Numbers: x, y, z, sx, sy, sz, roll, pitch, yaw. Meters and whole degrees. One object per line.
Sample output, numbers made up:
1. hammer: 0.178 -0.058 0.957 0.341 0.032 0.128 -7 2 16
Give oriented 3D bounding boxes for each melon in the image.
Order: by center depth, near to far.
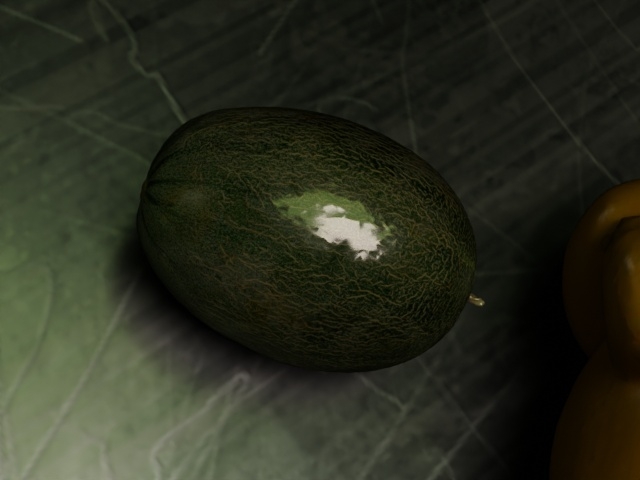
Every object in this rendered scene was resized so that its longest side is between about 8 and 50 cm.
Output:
1. melon: 0.000 0.000 0.553 0.167 0.114 0.114 21 64 -8

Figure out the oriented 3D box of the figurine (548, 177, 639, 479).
1. figurine: 0.180 0.080 0.556 0.215 0.215 0.228 30 74 -6
